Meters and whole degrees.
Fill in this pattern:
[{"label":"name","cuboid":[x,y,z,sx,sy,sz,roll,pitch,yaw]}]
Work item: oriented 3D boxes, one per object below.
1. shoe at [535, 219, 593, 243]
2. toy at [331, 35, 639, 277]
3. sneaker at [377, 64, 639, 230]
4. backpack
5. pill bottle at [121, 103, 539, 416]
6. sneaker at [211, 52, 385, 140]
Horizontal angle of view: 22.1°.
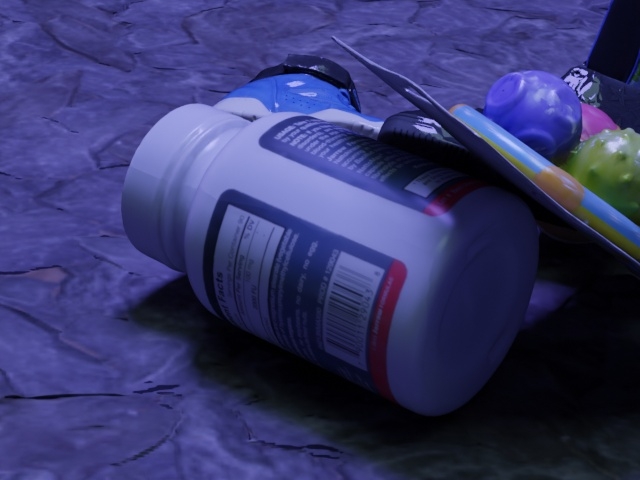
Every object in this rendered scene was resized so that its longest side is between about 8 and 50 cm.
[{"label":"shoe","cuboid":[0.201,-0.048,0.941,0.219,0.058,0.076,-31,58,-30]},{"label":"toy","cuboid":[0.126,-0.028,0.749,0.237,0.056,0.137,37,2,-35]},{"label":"sneaker","cuboid":[0.122,-0.057,0.871,0.170,0.051,0.089,17,59,5]},{"label":"backpack","cuboid":[0.241,-0.124,1.038,0.114,0.105,0.084,-2,36,-28]},{"label":"pill bottle","cuboid":[0.000,0.000,0.767,0.180,0.108,0.108,24,34,31]},{"label":"sneaker","cuboid":[0.016,-0.067,0.942,0.152,0.058,0.084,11,37,25]}]
